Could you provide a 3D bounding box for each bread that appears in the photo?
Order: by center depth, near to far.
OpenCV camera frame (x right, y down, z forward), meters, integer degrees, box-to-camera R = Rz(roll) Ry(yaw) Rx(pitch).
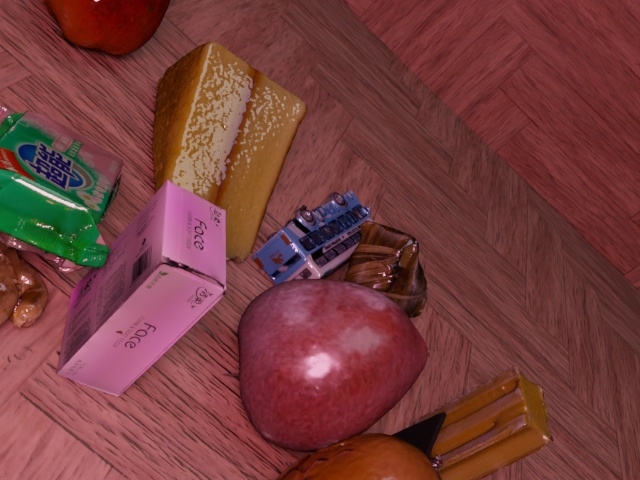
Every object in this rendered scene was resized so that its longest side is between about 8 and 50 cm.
[{"bbox_3d":[-0.210,-0.140,1.396,0.233,0.245,0.362,30,64,-30],"label":"bread"}]

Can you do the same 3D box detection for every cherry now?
[{"bbox_3d":[0.007,0.170,1.105,0.261,0.307,0.221,-97,179,-49],"label":"cherry"}]

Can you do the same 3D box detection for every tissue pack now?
[{"bbox_3d":[-0.220,0.061,0.949,0.092,0.246,0.148,28,35,-30],"label":"tissue pack"}]

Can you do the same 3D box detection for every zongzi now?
[{"bbox_3d":[0.103,0.143,1.426,0.134,0.288,0.286,15,-16,23],"label":"zongzi"}]

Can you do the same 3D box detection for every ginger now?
[{"bbox_3d":[-0.408,0.061,0.903,0.133,0.059,0.214,55,30,-1],"label":"ginger"}]

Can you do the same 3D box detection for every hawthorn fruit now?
[{"bbox_3d":[-0.367,-0.470,1.380,0.224,0.261,0.224,39,25,-22],"label":"hawthorn fruit"}]

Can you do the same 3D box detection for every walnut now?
[{"bbox_3d":[0.025,0.355,0.950,0.298,0.203,0.203,-24,73,-35],"label":"walnut"}]

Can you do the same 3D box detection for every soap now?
[{"bbox_3d":[-0.364,-0.076,1.010,0.218,0.098,0.273,25,17,-16],"label":"soap"},{"bbox_3d":[0.264,0.320,1.277,0.076,0.233,0.135,42,31,-21],"label":"soap"}]

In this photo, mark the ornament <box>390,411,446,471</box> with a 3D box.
[{"bbox_3d":[0.166,0.397,1.167,0.196,0.153,0.166,55,30,-5],"label":"ornament"}]

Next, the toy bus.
[{"bbox_3d":[0.000,0.000,1.448,0.131,0.106,0.297,52,32,5],"label":"toy bus"}]
